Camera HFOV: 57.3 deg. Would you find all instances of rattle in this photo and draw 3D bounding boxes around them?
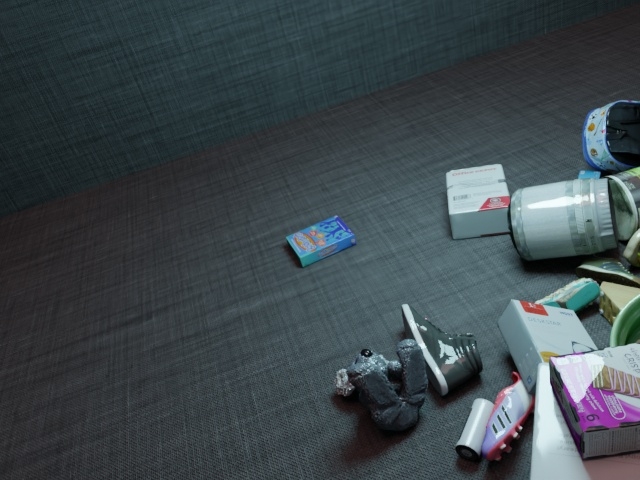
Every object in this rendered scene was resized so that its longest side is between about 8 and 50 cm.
[{"bbox_3d":[0.932,0.000,1.584,0.199,0.130,0.142,-52,22,10],"label":"rattle"}]

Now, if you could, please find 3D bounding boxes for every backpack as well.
[{"bbox_3d":[0.994,-0.340,1.937,0.264,0.276,0.213,6,-10,-26],"label":"backpack"}]

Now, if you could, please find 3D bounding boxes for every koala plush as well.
[{"bbox_3d":[0.139,0.349,1.457,0.196,0.203,0.221,-21,12,-23],"label":"koala plush"}]

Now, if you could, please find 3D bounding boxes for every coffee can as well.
[{"bbox_3d":[0.997,-0.131,1.728,0.276,0.201,0.201,-16,34,0],"label":"coffee can"}]

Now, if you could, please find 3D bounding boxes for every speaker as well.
[{"bbox_3d":[0.354,0.427,1.329,0.055,0.055,0.136,8,41,31],"label":"speaker"}]

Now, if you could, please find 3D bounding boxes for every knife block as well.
[{"bbox_3d":[0.861,0.186,1.435,0.242,0.088,0.275,-16,34,-1],"label":"knife block"}]

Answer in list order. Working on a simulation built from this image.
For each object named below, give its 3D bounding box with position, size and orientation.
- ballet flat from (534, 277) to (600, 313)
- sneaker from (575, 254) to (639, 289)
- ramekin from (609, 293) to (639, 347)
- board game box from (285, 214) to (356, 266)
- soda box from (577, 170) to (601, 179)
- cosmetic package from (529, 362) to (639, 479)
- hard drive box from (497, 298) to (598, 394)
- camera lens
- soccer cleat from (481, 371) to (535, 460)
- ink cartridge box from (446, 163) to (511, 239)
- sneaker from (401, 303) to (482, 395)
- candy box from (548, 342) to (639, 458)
[{"bbox_3d":[0.632,0.176,1.561,0.241,0.091,0.077,-24,1,-6],"label":"ballet flat"},{"bbox_3d":[0.816,0.084,1.616,0.086,0.064,0.192,-41,38,-25],"label":"sneaker"},{"bbox_3d":[0.775,0.255,1.237,0.304,0.148,0.303,-10,60,17],"label":"ramekin"},{"bbox_3d":[0.000,0.000,2.090,0.210,0.047,0.160,-24,35,-11],"label":"board game box"},{"bbox_3d":[0.869,-0.146,1.918,0.067,0.071,0.210,6,40,30],"label":"soda box"},{"bbox_3d":[0.519,0.463,0.965,0.328,0.329,0.393,1,37,23],"label":"cosmetic package"},{"bbox_3d":[0.551,0.259,1.395,0.181,0.089,0.232,10,32,-12],"label":"hard drive box"},{"bbox_3d":[0.699,-0.061,1.704,0.274,0.219,0.219,-9,33,30],"label":"camera lens"},{"bbox_3d":[0.418,0.394,1.319,0.095,0.083,0.248,32,50,31],"label":"soccer cleat"},{"bbox_3d":[0.538,-0.136,2.001,0.197,0.114,0.272,-7,36,15],"label":"ink cartridge box"},{"bbox_3d":[0.320,0.264,1.541,0.147,0.104,0.295,-18,40,-6],"label":"sneaker"},{"bbox_3d":[0.505,0.243,0.928,0.234,0.071,0.159,-11,33,7],"label":"candy box"}]
